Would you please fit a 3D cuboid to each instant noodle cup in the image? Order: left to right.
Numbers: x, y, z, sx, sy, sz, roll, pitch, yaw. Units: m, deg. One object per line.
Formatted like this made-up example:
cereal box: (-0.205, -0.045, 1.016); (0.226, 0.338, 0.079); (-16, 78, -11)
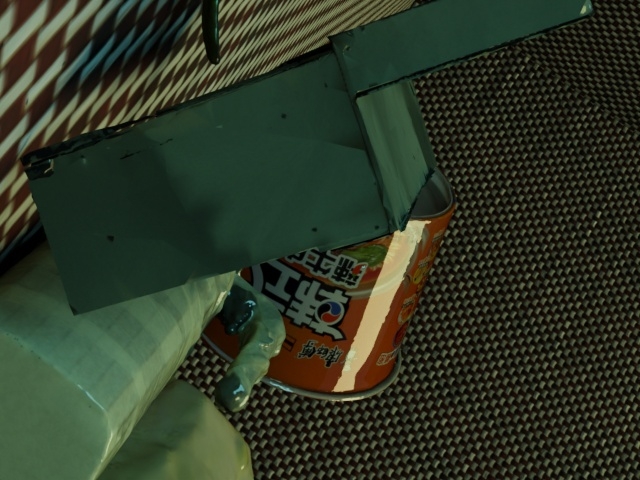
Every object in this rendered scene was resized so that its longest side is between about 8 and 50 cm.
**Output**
instant noodle cup: (0.000, 0.000, 1.237); (0.192, 0.250, 0.250); (-65, 177, 26)

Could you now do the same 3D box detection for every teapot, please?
teapot: (-0.074, 0.039, 0.515); (0.077, 0.107, 0.200); (-56, -179, 23)

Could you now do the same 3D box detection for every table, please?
table: (0.011, -0.041, 0.440); (0.175, 0.062, 0.146); (-17, -172, 13)

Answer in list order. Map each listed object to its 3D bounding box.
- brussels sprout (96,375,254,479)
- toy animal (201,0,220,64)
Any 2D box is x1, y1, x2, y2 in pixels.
brussels sprout: (-0.157, 0.258, 0.939); (0.316, 0.243, 0.274); (-56, -173, 3)
toy animal: (0.046, -0.139, 0.486); (0.219, 0.095, 0.155); (-49, -176, 7)
